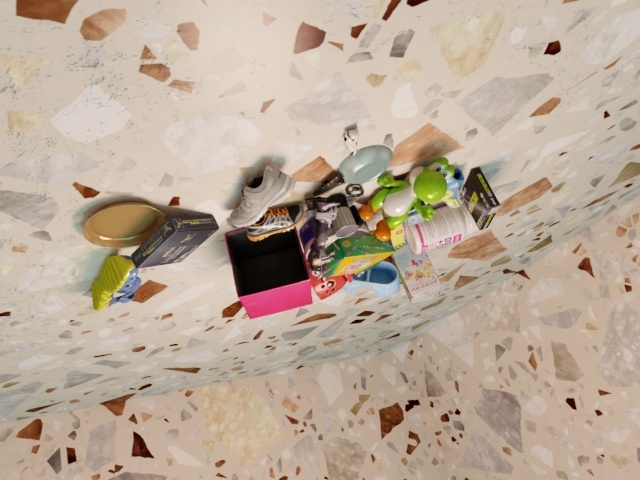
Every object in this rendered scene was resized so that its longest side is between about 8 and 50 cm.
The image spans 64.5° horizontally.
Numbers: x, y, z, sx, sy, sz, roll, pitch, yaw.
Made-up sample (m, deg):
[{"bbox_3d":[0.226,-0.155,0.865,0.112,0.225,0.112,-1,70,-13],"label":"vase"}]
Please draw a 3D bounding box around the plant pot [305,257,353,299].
[{"bbox_3d":[0.035,0.134,2.138,0.174,0.191,0.191,-24,154,4],"label":"plant pot"}]

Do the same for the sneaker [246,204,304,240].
[{"bbox_3d":[-0.155,-0.073,1.720,0.215,0.084,0.083,-25,131,-8],"label":"sneaker"}]

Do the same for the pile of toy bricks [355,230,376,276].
[{"bbox_3d":[0.154,0.047,2.123,0.105,0.212,0.118,26,151,-2],"label":"pile of toy bricks"}]

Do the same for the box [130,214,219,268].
[{"bbox_3d":[-0.464,0.003,1.619,0.233,0.059,0.183,-37,164,29],"label":"box"}]

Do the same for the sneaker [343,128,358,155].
[{"bbox_3d":[0.089,-0.293,1.511,0.044,0.040,0.109,-1,150,-1],"label":"sneaker"}]

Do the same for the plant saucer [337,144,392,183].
[{"bbox_3d":[0.152,-0.235,1.664,0.195,0.037,0.195,-15,155,-8],"label":"plant saucer"}]

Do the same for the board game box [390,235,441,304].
[{"bbox_3d":[0.424,0.127,2.302,0.144,0.275,0.142,-21,155,1],"label":"board game box"}]

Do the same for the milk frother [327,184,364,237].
[{"bbox_3d":[0.098,-0.107,1.765,0.129,0.134,0.143,-10,153,-22],"label":"milk frother"}]

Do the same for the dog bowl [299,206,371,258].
[{"bbox_3d":[0.056,-0.015,1.954,0.265,0.104,0.265,-17,155,-8],"label":"dog bowl"}]

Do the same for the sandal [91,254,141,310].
[{"bbox_3d":[-0.675,0.137,1.726,0.138,0.126,0.317,-3,158,-39],"label":"sandal"}]

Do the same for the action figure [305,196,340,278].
[{"bbox_3d":[0.000,0.000,1.726,0.099,0.185,0.284,-2,108,-18],"label":"action figure"}]

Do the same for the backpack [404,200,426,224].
[{"bbox_3d":[0.370,-0.110,2.016,0.105,0.084,0.114,-20,158,4],"label":"backpack"}]

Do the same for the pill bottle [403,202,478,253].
[{"bbox_3d":[0.507,-0.057,2.131,0.283,0.160,0.160,-18,155,-4],"label":"pill bottle"}]

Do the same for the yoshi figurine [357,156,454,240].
[{"bbox_3d":[0.305,-0.149,1.774,0.362,0.203,0.204,-39,143,29],"label":"yoshi figurine"}]

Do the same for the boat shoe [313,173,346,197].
[{"bbox_3d":[0.025,-0.180,1.681,0.133,0.042,0.049,-24,-171,38],"label":"boat shoe"}]

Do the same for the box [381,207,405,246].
[{"bbox_3d":[0.296,-0.060,2.061,0.058,0.087,0.232,-22,154,3],"label":"box"}]

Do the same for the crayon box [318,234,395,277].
[{"bbox_3d":[0.126,0.057,1.900,0.279,0.081,0.165,-5,154,-42],"label":"crayon box"}]

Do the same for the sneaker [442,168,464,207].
[{"bbox_3d":[0.513,-0.200,1.933,0.126,0.091,0.240,-37,149,30],"label":"sneaker"}]

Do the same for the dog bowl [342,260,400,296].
[{"bbox_3d":[0.216,0.157,2.287,0.298,0.165,0.074,7,140,7],"label":"dog bowl"}]

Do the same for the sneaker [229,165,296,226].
[{"bbox_3d":[-0.200,-0.143,1.562,0.115,0.105,0.281,39,129,-22],"label":"sneaker"}]

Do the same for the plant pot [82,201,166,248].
[{"bbox_3d":[-0.581,-0.050,1.508,0.237,0.032,0.236,-17,154,-8],"label":"plant pot"}]

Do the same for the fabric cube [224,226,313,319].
[{"bbox_3d":[-0.179,0.105,1.838,0.254,0.259,0.258,-15,155,-4],"label":"fabric cube"}]

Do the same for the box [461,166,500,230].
[{"bbox_3d":[0.621,-0.161,1.982,0.045,0.184,0.190,-19,156,-7],"label":"box"}]
